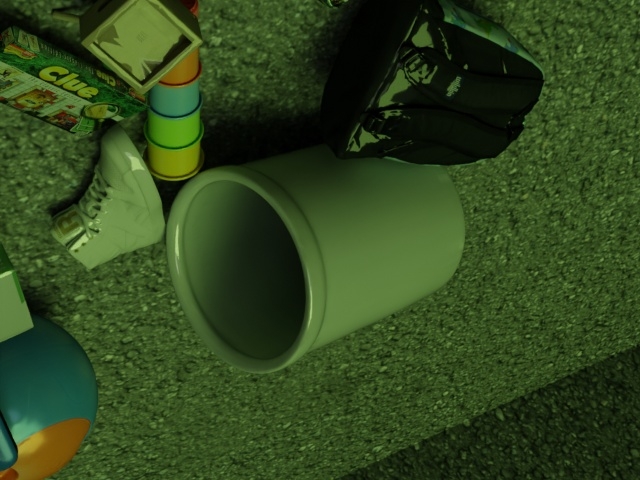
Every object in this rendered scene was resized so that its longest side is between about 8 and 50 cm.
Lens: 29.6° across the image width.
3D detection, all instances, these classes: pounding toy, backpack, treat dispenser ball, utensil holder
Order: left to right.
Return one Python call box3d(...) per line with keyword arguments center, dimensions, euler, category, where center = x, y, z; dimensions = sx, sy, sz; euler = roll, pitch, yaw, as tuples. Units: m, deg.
box3d(center=(-0.513, 0.260, 1.996), dimensions=(0.288, 0.288, 0.288), euler=(-22, 149, -14), category="treat dispenser ball")
box3d(center=(-0.251, -0.275, 1.565), dimensions=(0.141, 0.100, 0.130), euler=(-38, 126, 16), category="pounding toy")
box3d(center=(0.000, 0.000, 1.966), dimensions=(0.386, 0.327, 0.327), euler=(-21, 152, -43), category="utensil holder")
box3d(center=(0.189, -0.250, 1.904), dimensions=(0.356, 0.273, 0.290), euler=(12, 118, -30), category="backpack")

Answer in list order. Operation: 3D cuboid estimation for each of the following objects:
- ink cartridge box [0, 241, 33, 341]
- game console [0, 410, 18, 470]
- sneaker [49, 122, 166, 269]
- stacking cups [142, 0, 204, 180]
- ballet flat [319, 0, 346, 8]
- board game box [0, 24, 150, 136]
box3d(center=(-0.501, 0.020, 1.719), dimensions=(0.093, 0.219, 0.160), euler=(-24, 150, -17), category="ink cartridge box")
box3d(center=(-0.613, 0.216, 1.814), dimensions=(0.250, 0.173, 0.293), euler=(-17, 118, -2), category="game console")
box3d(center=(-0.337, -0.051, 1.863), dimensions=(0.169, 0.108, 0.292), euler=(-26, 151, -14), category="sneaker")
box3d(center=(-0.215, -0.220, 1.734), dimensions=(0.096, 0.096, 0.316), euler=(-19, 147, -18), category="stacking cups")
box3d(center=(0.063, -0.404, 1.724), dimensions=(0.070, 0.070, 0.188), euler=(10, 131, -48), category="ballet flat")
box3d(center=(-0.365, -0.209, 1.635), dimensions=(0.136, 0.030, 0.260), euler=(-21, 156, 28), category="board game box")
